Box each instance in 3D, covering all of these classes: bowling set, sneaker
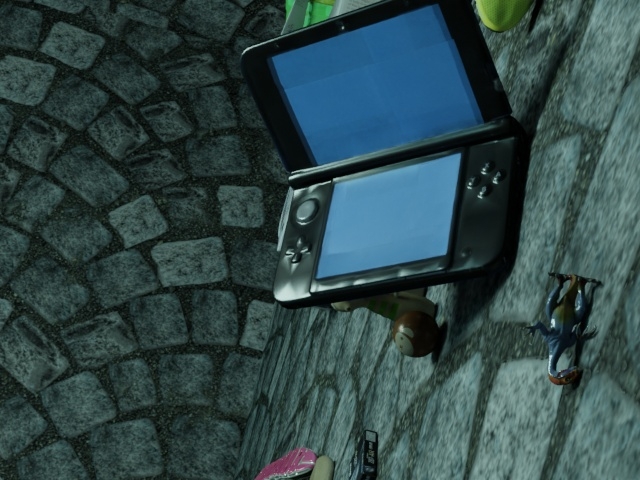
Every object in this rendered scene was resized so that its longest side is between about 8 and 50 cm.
[{"bbox_3d":[0.077,0.027,1.370,0.200,0.154,0.287,-80,8,-47],"label":"bowling set"},{"bbox_3d":[0.227,-0.322,1.285,0.094,0.081,0.208,-91,18,-63],"label":"sneaker"},{"bbox_3d":[-0.043,0.400,1.962,0.170,0.075,0.063,-35,15,45],"label":"sneaker"}]

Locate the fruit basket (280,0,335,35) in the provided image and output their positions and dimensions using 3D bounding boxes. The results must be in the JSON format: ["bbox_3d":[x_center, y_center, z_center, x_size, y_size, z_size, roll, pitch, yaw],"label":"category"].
[{"bbox_3d":[0.069,-0.479,2.258,0.165,0.327,0.353,12,87,41],"label":"fruit basket"}]

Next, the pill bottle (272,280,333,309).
[{"bbox_3d":[0.000,0.000,2.273,0.130,0.130,0.246,-118,44,-82],"label":"pill bottle"}]

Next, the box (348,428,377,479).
[{"bbox_3d":[0.054,0.295,1.511,0.083,0.018,0.067,-83,11,-56],"label":"box"}]

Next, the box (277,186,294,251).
[{"bbox_3d":[0.030,-0.088,2.061,0.142,0.163,0.247,-94,21,-78],"label":"box"}]

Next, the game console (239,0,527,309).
[{"bbox_3d":[0.044,-0.089,1.220,0.293,0.173,0.250,-12,52,36],"label":"game console"}]

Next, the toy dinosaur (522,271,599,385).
[{"bbox_3d":[0.188,0.067,0.887,0.090,0.047,0.082,4,-86,-62],"label":"toy dinosaur"}]

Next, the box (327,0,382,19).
[{"bbox_3d":[0.101,-0.349,2.031,0.182,0.181,0.119,130,156,-74],"label":"box"}]

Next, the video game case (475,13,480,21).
[{"bbox_3d":[0.180,-0.226,1.744,0.183,0.023,0.201,-170,98,-84],"label":"video game case"}]

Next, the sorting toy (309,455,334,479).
[{"bbox_3d":[-0.047,0.503,1.772,0.229,0.041,0.307,113,171,-49],"label":"sorting toy"}]
